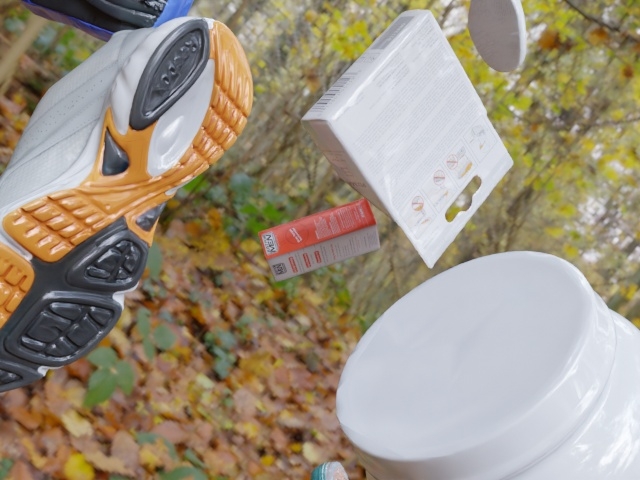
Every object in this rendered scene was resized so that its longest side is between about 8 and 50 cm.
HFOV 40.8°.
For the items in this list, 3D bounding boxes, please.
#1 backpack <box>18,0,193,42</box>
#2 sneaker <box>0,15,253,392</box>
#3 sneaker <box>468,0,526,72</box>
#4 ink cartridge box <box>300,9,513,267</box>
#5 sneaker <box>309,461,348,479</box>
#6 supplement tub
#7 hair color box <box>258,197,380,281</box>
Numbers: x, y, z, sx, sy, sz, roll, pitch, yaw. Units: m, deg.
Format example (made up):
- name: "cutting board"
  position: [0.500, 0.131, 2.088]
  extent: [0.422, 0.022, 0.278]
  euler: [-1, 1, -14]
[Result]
- name: "backpack"
  position: [-0.157, -0.201, 0.666]
  extent: [0.120, 0.097, 0.101]
  euler: [22, 3, 8]
- name: "sneaker"
  position: [-0.154, -0.027, 0.523]
  extent: [0.121, 0.262, 0.099]
  euler: [18, -26, 47]
- name: "sneaker"
  position: [0.233, -0.325, 1.107]
  extent: [0.080, 0.094, 0.212]
  euler: [-10, -81, 47]
- name: "ink cartridge box"
  position: [0.105, -0.110, 0.955]
  extent: [0.056, 0.181, 0.224]
  euler: [16, -31, 52]
- name: "sneaker"
  position: [-0.010, 0.486, 1.307]
  extent: [0.121, 0.302, 0.108]
  euler: [-3, 2, 16]
- name: "supplement tub"
  position: [0.184, 0.196, 0.677]
  extent: [0.331, 0.241, 0.241]
  euler: [54, -8, -24]
- name: "hair color box"
  position: [0.000, 0.000, 1.072]
  extent: [0.072, 0.141, 0.043]
  euler: [75, -4, -62]
